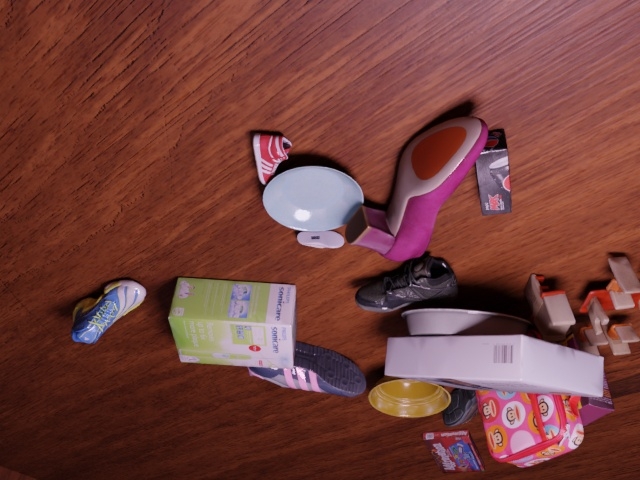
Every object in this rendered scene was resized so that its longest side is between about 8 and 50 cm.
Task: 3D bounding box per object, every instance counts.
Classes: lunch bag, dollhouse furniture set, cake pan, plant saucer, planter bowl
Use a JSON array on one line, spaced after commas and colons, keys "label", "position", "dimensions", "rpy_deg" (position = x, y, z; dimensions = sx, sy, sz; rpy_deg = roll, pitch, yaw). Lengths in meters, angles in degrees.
[{"label": "lunch bag", "position": [0.504, 0.370, 1.655], "dimensions": [0.120, 0.293, 0.258], "rpy_deg": [23, 135, -33]}, {"label": "dollhouse furniture set", "position": [0.597, 0.133, 1.519], "dimensions": [0.259, 0.135, 0.262], "rpy_deg": [-5, 141, -6]}, {"label": "cake pan", "position": [0.326, 0.204, 1.568], "dimensions": [0.293, 0.054, 0.293], "rpy_deg": [7, 166, 2]}, {"label": "plant saucer", "position": [-0.014, -0.089, 1.349], "dimensions": [0.194, 0.037, 0.195], "rpy_deg": [0, 142, 0]}, {"label": "planter bowl", "position": [0.237, 0.387, 1.864], "dimensions": [0.217, 0.090, 0.217], "rpy_deg": [3, 140, 2]}]

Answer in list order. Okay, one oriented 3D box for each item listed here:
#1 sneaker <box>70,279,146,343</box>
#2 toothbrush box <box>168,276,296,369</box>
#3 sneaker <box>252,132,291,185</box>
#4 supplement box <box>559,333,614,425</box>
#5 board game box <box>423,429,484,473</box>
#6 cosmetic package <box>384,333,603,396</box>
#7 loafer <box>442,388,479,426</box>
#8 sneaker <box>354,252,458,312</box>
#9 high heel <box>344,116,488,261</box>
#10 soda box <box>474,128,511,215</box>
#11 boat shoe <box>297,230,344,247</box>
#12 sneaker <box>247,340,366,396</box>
[{"label": "sneaker", "position": [-0.515, 0.185, 1.675], "dimensions": [0.240, 0.126, 0.091], "rpy_deg": [-26, 131, 33]}, {"label": "toothbrush box", "position": [-0.201, 0.201, 1.665], "dimensions": [0.283, 0.122, 0.206], "rpy_deg": [3, 141, 1]}, {"label": "sneaker", "position": [-0.083, -0.147, 1.289], "dimensions": [0.067, 0.042, 0.118], "rpy_deg": [2, 139, 10]}, {"label": "supplement box", "position": [0.623, 0.336, 1.678], "dimensions": [0.080, 0.188, 0.104], "rpy_deg": [17, 139, -20]}, {"label": "board game box", "position": [0.437, 0.689, 2.261], "dimensions": [0.145, 0.027, 0.281], "rpy_deg": [-9, 139, 19]}, {"label": "cosmetic package", "position": [0.372, 0.275, 1.525], "dimensions": [0.284, 0.098, 0.377], "rpy_deg": [15, 164, -35]}, {"label": "loafer", "position": [0.421, 0.441, 1.912], "dimensions": [0.084, 0.096, 0.267], "rpy_deg": [8, 139, -13]}, {"label": "sneaker", "position": [0.182, 0.088, 1.514], "dimensions": [0.227, 0.087, 0.130], "rpy_deg": [-7, 138, 10]}, {"label": "high heel", "position": [0.215, -0.088, 1.293], "dimensions": [0.181, 0.127, 0.377], "rpy_deg": [13, 146, -31]}, {"label": "soda box", "position": [0.314, -0.121, 1.268], "dimensions": [0.060, 0.053, 0.169], "rpy_deg": [-7, 140, 14]}, {"label": "boat shoe", "position": [0.000, 0.000, 1.471], "dimensions": [0.100, 0.035, 0.035], "rpy_deg": [1, 168, -1]}, {"label": "sneaker", "position": [-0.041, 0.348, 1.837], "dimensions": [0.319, 0.112, 0.131], "rpy_deg": [22, 134, -7]}]
